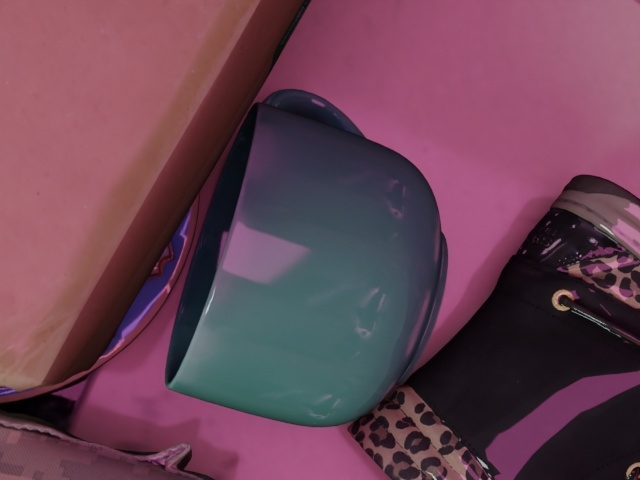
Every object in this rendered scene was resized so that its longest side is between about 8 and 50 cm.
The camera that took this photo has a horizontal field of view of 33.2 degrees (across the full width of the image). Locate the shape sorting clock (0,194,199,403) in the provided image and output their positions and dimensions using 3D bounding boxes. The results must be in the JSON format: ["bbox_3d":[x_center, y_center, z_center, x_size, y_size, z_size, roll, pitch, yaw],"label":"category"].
[{"bbox_3d":[-0.161,-0.025,0.508,0.206,0.040,0.206,1,84,-5],"label":"shape sorting clock"}]

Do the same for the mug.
[{"bbox_3d":[0.001,0.003,0.474,0.097,0.129,0.157,18,81,-11],"label":"mug"}]

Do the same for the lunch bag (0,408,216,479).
[{"bbox_3d":[-0.173,0.198,0.415,0.235,0.169,0.287,16,75,-3],"label":"lunch bag"}]

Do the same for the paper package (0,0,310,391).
[{"bbox_3d":[-0.150,-0.147,0.408,0.309,0.168,0.324,29,83,-9],"label":"paper package"}]

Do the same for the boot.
[{"bbox_3d":[0.147,0.107,0.500,0.178,0.085,0.236,-43,83,-6],"label":"boot"}]
